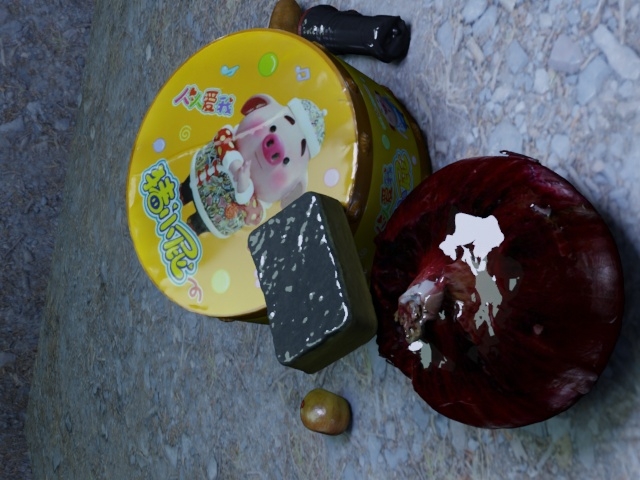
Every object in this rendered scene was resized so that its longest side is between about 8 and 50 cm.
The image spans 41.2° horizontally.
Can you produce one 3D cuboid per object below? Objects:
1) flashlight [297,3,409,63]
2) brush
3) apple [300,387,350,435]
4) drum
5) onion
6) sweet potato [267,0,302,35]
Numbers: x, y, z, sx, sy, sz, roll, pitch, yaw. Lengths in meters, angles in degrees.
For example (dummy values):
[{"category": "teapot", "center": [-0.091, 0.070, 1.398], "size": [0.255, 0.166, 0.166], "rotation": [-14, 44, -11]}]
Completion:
[{"category": "flashlight", "center": [0.052, -0.329, 1.349], "size": [0.232, 0.093, 0.093], "rotation": [22, 108, 56]}, {"category": "brush", "center": [-0.013, 0.047, 1.006], "size": [0.123, 0.059, 0.197], "rotation": [-36, 54, 29]}, {"category": "apple", "center": [0.008, 0.280, 1.392], "size": [0.084, 0.084, 0.071], "rotation": [-6, 66, 60]}, {"category": "drum", "center": [-0.067, -0.081, 1.241], "size": [0.431, 0.214, 0.431], "rotation": [-6, 78, 32]}, {"category": "onion", "center": [0.177, 0.051, 0.944], "size": [0.314, 0.232, 0.314], "rotation": [-9, 77, 44]}, {"category": "sweet potato", "center": [-0.057, -0.269, 1.527], "size": [0.106, 0.095, 0.355], "rotation": [2, -95, -83]}]
